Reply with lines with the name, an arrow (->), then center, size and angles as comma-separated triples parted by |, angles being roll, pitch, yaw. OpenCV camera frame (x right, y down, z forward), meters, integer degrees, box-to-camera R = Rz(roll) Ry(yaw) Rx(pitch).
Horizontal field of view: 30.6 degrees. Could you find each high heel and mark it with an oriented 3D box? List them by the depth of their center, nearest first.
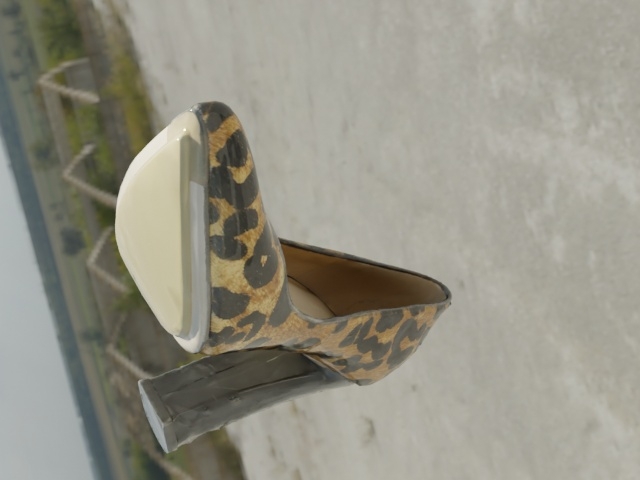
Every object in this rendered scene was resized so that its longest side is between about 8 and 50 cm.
high heel -> 0.000, 0.000, 0.573 | 0.093, 0.186, 0.261 | 57, 156, 28
